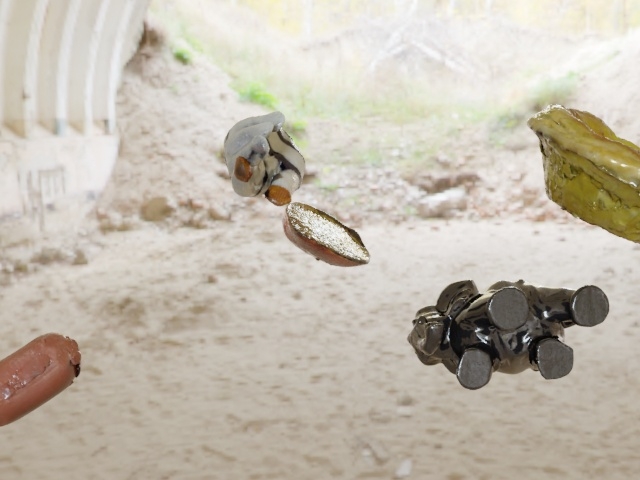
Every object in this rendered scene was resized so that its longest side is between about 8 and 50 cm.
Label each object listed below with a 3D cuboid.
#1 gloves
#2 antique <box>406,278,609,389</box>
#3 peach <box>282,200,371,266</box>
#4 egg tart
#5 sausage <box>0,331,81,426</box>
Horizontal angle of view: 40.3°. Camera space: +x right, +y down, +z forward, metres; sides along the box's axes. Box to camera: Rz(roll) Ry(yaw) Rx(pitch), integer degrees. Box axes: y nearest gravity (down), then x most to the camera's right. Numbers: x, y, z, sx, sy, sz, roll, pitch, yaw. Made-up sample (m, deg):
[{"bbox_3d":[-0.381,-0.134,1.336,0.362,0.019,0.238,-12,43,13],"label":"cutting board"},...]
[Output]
[{"bbox_3d":[-0.099,-0.125,1.350,0.131,0.140,0.219,-4,12,22],"label":"gloves"},{"bbox_3d":[0.310,0.161,1.527,0.322,0.185,0.255,-5,1,-10],"label":"antique"},{"bbox_3d":[-0.001,0.003,1.656,0.189,0.068,0.279,36,14,19],"label":"peach"},{"bbox_3d":[0.427,-0.080,1.231,0.341,0.132,0.341,23,17,-7],"label":"egg tart"},{"bbox_3d":[-0.347,0.165,1.026,0.141,0.076,0.076,-32,22,-27],"label":"sausage"}]
